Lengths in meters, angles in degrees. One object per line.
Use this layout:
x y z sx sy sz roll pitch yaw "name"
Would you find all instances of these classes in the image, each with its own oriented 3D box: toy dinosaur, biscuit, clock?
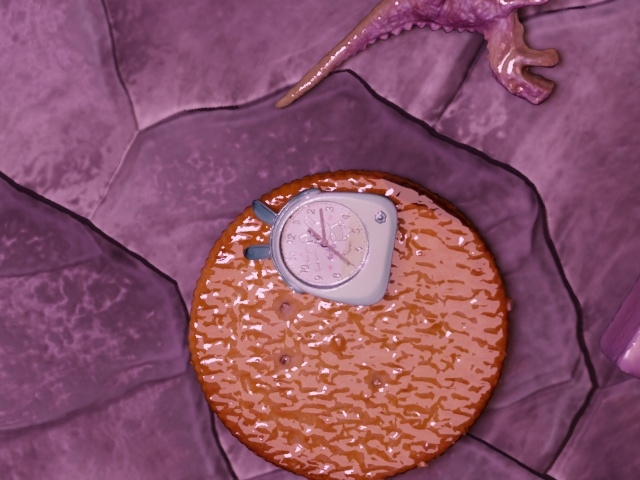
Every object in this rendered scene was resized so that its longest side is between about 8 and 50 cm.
0.092 -0.205 1.248 0.251 0.072 0.200 0 110 -10 "toy dinosaur"
0.027 0.083 1.310 0.305 0.038 0.305 0 98 1 "biscuit"
0.000 0.000 1.258 0.135 0.041 0.101 10 98 0 "clock"

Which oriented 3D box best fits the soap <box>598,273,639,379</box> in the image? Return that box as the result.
0.452 0.057 1.274 0.296 0.107 0.285 31 98 -6 "soap"
